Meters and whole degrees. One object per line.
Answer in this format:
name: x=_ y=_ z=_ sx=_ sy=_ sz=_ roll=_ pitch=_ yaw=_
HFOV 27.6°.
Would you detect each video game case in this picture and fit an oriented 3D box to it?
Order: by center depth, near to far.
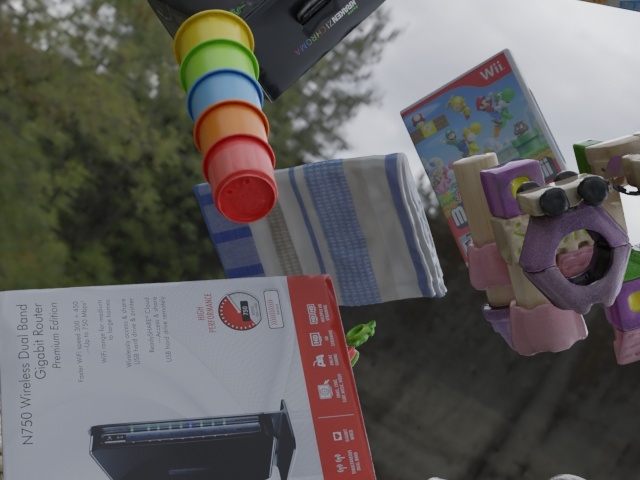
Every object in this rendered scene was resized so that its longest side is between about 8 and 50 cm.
video game case: x=0.261 y=-0.127 z=2.002 sx=0.025 sy=0.204 sz=0.285 roll=18 pitch=46 yaw=-60

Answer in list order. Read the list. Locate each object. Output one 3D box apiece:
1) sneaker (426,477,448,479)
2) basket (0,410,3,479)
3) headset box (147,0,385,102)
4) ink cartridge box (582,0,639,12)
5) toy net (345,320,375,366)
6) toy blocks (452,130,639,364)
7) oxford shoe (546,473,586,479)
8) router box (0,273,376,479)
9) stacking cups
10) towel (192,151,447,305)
sneaker: x=0.145 y=0.309 z=1.317 sx=0.129 sy=0.111 sz=0.297 roll=-3 pitch=10 yaw=19
basket: x=-0.354 y=0.352 z=1.449 sx=0.328 sy=0.266 sz=0.331 roll=34 pitch=-3 yaw=14
headset box: x=-0.069 y=-0.345 z=1.824 sx=0.283 sy=0.246 sz=0.131 roll=35 pitch=-16 yaw=51
ink cartridge box: x=0.388 y=-0.391 z=1.892 sx=0.181 sy=0.061 sz=0.104 roll=14 pitch=-8 yaw=13
toy net: x=-0.024 y=0.177 z=1.452 sx=0.122 sy=0.232 sz=0.045 roll=-13 pitch=-65 yaw=50
toy blocks: x=0.291 y=0.032 z=1.111 sx=0.309 sy=0.288 sz=0.260 roll=-136 pitch=-149 yaw=-79
oxford shoe: x=0.325 y=0.407 z=1.382 sx=0.348 sy=0.123 sz=0.130 roll=57 pitch=2 yaw=22
router box: x=-0.112 y=0.193 z=1.088 sx=0.301 sy=0.335 sz=0.082 roll=-3 pitch=-36 yaw=-13
stacking cups: x=-0.094 y=-0.128 z=1.388 sx=0.096 sy=0.096 sz=0.316 roll=41 pitch=20 yaw=-36
towel: x=0.000 y=0.000 z=1.618 sx=0.285 sy=0.034 sz=0.209 roll=-7 pitch=-60 yaw=20
